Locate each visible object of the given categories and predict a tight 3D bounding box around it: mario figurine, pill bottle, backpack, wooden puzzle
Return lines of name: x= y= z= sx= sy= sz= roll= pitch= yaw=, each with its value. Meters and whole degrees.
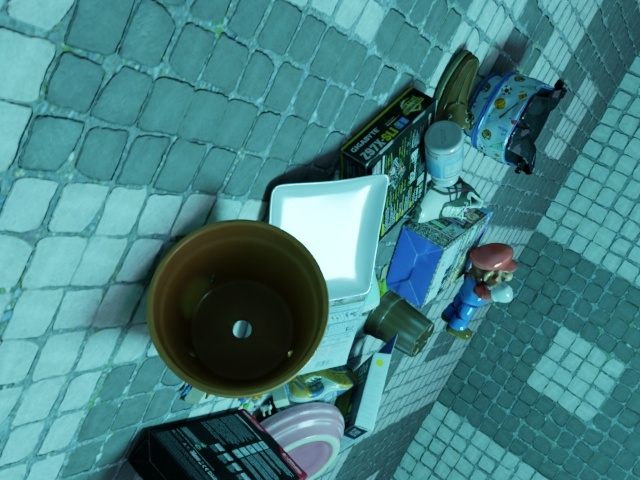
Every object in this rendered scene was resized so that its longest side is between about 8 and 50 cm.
mario figurine: x=0.500 y=0.151 z=2.185 sx=0.170 sy=0.198 sz=0.320 roll=-6 pitch=131 yaw=-45
pill bottle: x=0.280 y=-0.191 z=1.640 sx=0.087 sy=0.087 sz=0.160 roll=-49 pitch=155 yaw=-17
backpack: x=0.501 y=-0.329 z=1.924 sx=0.263 sy=0.213 sz=0.276 roll=-13 pitch=126 yaw=-68
wooden puzzle: x=-0.253 y=0.308 z=1.520 sx=0.078 sy=0.014 sz=0.116 roll=-56 pitch=156 yaw=-13

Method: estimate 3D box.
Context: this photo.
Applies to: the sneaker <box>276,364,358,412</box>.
sneaker: x=-0.016 y=0.410 z=1.999 sx=0.296 sy=0.112 sz=0.131 roll=0 pitch=129 yaw=-53

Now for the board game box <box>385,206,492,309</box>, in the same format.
board game box: x=0.346 y=0.024 z=2.137 sx=0.291 sy=0.141 sz=0.232 roll=-31 pitch=145 yaw=-45

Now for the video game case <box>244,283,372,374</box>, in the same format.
video game case: x=-0.037 y=0.194 z=1.617 sx=0.269 sy=0.061 sz=0.244 roll=-7 pitch=129 yaw=-32

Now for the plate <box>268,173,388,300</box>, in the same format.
plate: x=0.000 y=0.000 z=1.467 sx=0.278 sy=0.045 sz=0.277 roll=-9 pitch=119 yaw=-33

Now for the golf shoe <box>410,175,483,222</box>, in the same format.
golf shoe: x=0.355 y=-0.106 z=2.029 sx=0.273 sy=0.120 sz=0.105 roll=-29 pitch=146 yaw=-44

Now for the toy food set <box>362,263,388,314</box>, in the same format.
toy food set: x=0.139 y=0.164 z=2.044 sx=0.192 sy=0.038 sz=0.132 roll=-40 pitch=151 yaw=-33

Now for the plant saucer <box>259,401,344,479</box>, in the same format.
plant saucer: x=-0.076 y=0.566 z=1.927 sx=0.332 sy=0.084 sz=0.332 roll=-19 pitch=139 yaw=-17

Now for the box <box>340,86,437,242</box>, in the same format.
box: x=0.150 y=-0.149 z=1.645 sx=0.257 sy=0.079 sz=0.322 roll=-43 pitch=152 yaw=-26

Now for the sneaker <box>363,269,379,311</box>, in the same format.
sneaker: x=0.031 y=0.126 z=1.762 sx=0.256 sy=0.094 sz=0.151 roll=-24 pitch=121 yaw=-31

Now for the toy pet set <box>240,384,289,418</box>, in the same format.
toy pet set: x=-0.137 y=0.378 z=1.790 sx=0.114 sy=0.065 sz=0.122 roll=-15 pitch=144 yaw=-2

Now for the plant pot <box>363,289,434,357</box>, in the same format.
plant pot: x=0.246 y=0.261 z=2.208 sx=0.167 sy=0.165 sz=0.167 roll=-41 pitch=151 yaw=-29

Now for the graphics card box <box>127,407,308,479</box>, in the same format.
graphics card box: x=-0.206 y=0.488 z=1.553 sx=0.094 sy=0.233 sz=0.371 roll=-53 pitch=158 yaw=11

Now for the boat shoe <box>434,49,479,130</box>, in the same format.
boat shoe: x=0.323 y=-0.298 z=1.749 sx=0.111 sy=0.104 sz=0.307 roll=-17 pitch=134 yaw=-55

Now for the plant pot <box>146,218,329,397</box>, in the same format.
plant pot: x=-0.135 y=0.132 z=1.243 sx=0.291 sy=0.291 sz=0.203 roll=-49 pitch=171 yaw=-16

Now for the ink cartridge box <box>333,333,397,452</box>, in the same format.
ink cartridge box: x=0.113 y=0.448 z=2.144 sx=0.303 sy=0.072 sz=0.307 roll=122 pitch=-12 yaw=-57
